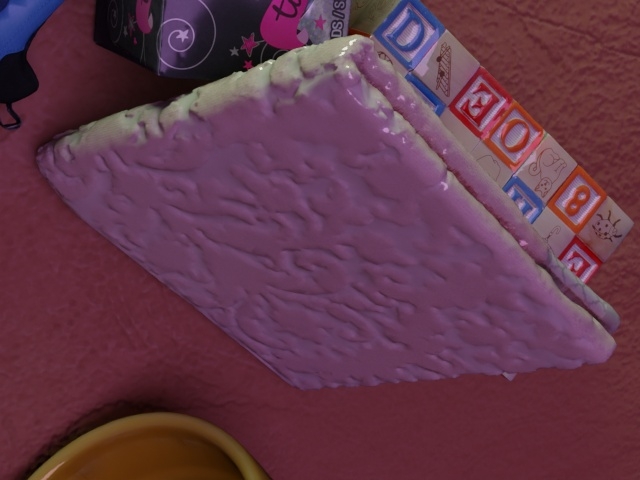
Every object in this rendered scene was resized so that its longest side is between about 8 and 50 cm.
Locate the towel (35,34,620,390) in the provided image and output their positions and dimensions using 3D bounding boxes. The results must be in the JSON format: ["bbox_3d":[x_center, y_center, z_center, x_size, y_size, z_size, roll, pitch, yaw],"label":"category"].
[{"bbox_3d":[0.000,0.000,0.880,0.317,0.331,0.053,42,55,-31],"label":"towel"}]

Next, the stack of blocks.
[{"bbox_3d":[0.094,-0.043,0.987,0.297,0.087,0.171,41,88,-28],"label":"stack of blocks"}]

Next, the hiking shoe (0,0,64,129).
[{"bbox_3d":[-0.199,-0.235,0.835,0.132,0.113,0.304,22,104,-39],"label":"hiking shoe"}]

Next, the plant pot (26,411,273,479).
[{"bbox_3d":[-0.104,0.300,0.971,0.254,0.254,0.239,-42,134,-7],"label":"plant pot"}]

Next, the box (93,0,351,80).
[{"bbox_3d":[-0.065,-0.241,0.848,0.142,0.163,0.247,-1,106,-25],"label":"box"}]
